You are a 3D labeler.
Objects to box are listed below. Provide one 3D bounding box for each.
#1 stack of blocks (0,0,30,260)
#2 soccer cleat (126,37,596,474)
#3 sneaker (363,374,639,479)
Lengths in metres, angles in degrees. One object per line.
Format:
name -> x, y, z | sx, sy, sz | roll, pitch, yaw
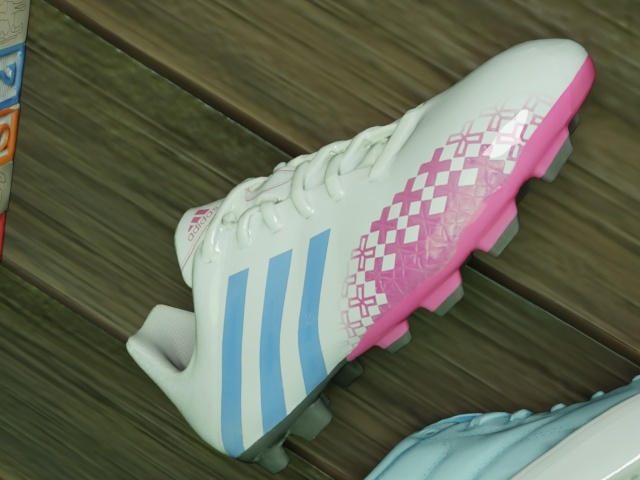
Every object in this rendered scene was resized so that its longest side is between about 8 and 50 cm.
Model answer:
stack of blocks -> -0.258, -0.091, 0.557 | 0.087, 0.171, 0.297 | 23, 120, 11
soccer cleat -> 0.000, 0.000, 0.526 | 0.143, 0.116, 0.331 | 40, 121, 1
sneaker -> 0.111, 0.136, 0.541 | 0.366, 0.150, 0.135 | -32, 126, 7
